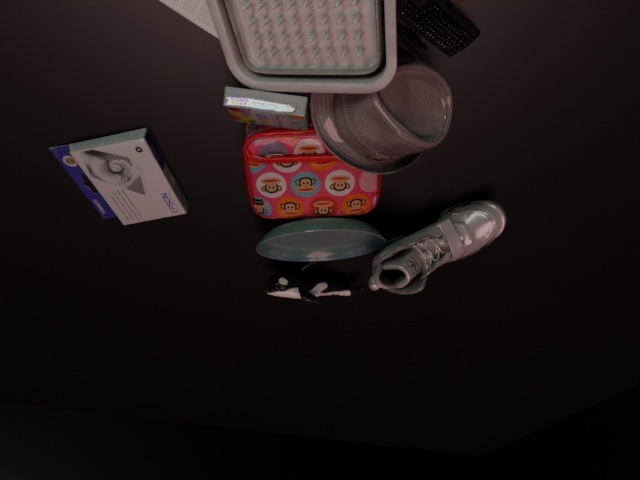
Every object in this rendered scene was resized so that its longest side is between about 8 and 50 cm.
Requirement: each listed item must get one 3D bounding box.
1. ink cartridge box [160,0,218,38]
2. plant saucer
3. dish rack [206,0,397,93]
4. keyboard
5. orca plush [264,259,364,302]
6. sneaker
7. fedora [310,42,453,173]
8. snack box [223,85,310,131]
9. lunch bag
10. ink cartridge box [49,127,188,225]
[{"bbox_3d":[-0.176,-0.438,0.664,0.232,0.066,0.189,28,128,-20],"label":"ink cartridge box"},{"bbox_3d":[0.000,0.000,1.069,0.317,0.044,0.317,-4,165,-1],"label":"plant saucer"},{"bbox_3d":[-0.032,-0.371,0.598,0.285,0.072,0.333,7,141,18],"label":"dish rack"},{"bbox_3d":[0.186,-0.370,0.751,0.192,0.038,0.100,18,151,-34],"label":"keyboard"},{"bbox_3d":[-0.010,0.106,1.227,0.287,0.151,0.102,9,104,-11],"label":"orca plush"},{"bbox_3d":[0.281,0.027,1.069,0.366,0.210,0.137,-26,95,25],"label":"sneaker"},{"bbox_3d":[0.131,-0.240,0.769,0.275,0.124,0.244,18,92,-31],"label":"fedora"},{"bbox_3d":[-0.091,-0.232,0.769,0.141,0.037,0.100,8,-179,1],"label":"snack box"},{"bbox_3d":[-0.014,-0.174,0.918,0.293,0.120,0.258,-3,133,-2],"label":"lunch bag"},{"bbox_3d":[-0.445,-0.129,0.967,0.224,0.045,0.223,-10,137,6],"label":"ink cartridge box"}]
